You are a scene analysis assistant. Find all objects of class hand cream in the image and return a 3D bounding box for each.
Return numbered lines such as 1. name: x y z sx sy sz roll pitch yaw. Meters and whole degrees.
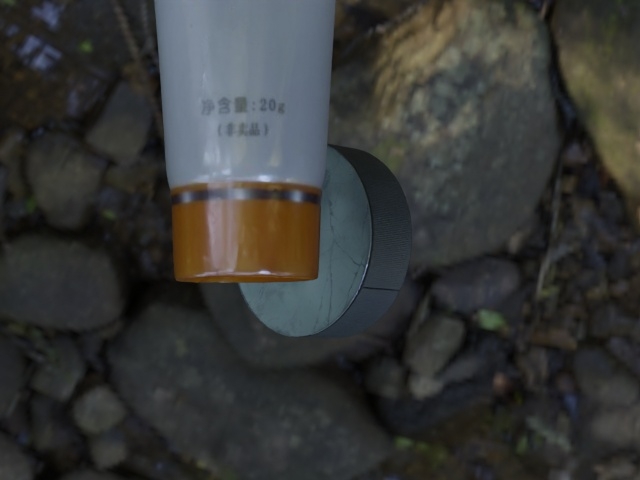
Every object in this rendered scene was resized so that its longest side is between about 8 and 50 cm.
1. hand cream: -0.038 -0.131 1.011 0.140 0.314 0.089 -4 173 2

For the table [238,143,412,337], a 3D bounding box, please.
1. table: 0.000 0.000 1.166 0.043 0.133 0.133 7 147 -45
